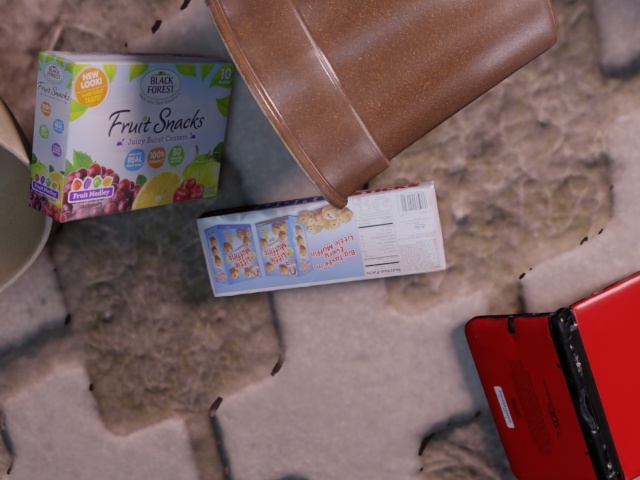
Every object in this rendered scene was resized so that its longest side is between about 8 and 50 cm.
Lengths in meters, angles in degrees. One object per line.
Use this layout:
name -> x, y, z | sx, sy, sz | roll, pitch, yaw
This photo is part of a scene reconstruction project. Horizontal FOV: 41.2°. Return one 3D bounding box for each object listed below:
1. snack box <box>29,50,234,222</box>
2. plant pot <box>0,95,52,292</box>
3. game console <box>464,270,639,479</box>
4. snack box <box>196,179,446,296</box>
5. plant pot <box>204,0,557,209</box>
snack box -> -0.122, -0.073, 0.567 | 0.037, 0.141, 0.100 | 21, 111, 31
plant pot -> -0.344, -0.069, 0.566 | 0.284, 0.284, 0.191 | -33, 63, 18
game console -> 0.194, 0.104, 0.631 | 0.124, 0.085, 0.144 | -8, 107, 45
snack box -> 0.000, 0.000, 0.629 | 0.178, 0.022, 0.064 | -7, 106, 12
plant pot -> 0.040, -0.131, 0.518 | 0.165, 0.167, 0.167 | -30, 100, 9
